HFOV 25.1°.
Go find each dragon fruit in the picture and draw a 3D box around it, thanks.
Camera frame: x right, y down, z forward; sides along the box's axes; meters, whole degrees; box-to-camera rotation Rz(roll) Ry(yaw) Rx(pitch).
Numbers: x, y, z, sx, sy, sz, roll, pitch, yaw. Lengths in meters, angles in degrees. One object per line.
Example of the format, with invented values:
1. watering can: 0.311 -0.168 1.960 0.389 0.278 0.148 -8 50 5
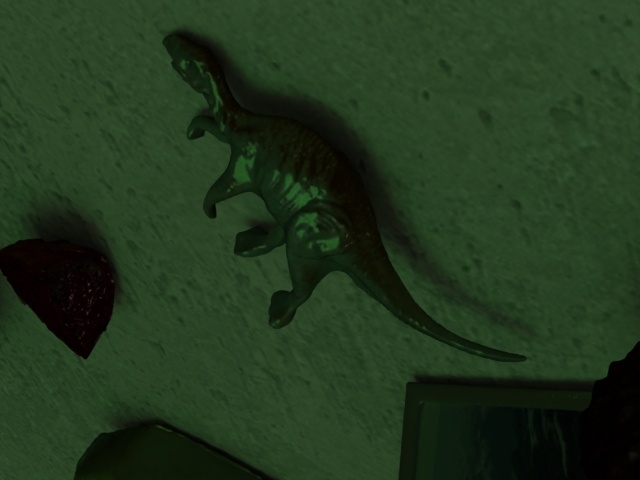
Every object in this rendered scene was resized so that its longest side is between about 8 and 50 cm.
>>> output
1. dragon fruit: -0.270 0.033 1.467 0.106 0.083 0.162 28 157 29

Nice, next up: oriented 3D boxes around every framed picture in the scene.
1. framed picture: 0.162 0.295 1.257 0.247 0.335 0.022 -2 167 40

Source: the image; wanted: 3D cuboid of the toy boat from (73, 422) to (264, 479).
1. toy boat: -0.159 0.292 1.665 0.276 0.111 0.084 25 140 16

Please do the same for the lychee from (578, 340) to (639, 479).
1. lychee: 0.325 0.157 1.020 0.271 0.271 0.271 21 144 16

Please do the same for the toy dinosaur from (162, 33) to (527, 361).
1. toy dinosaur: 0.000 0.000 1.199 0.393 0.092 0.205 39 140 5
